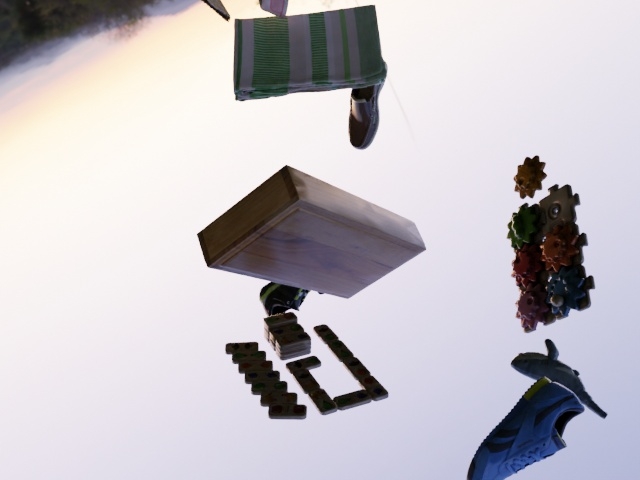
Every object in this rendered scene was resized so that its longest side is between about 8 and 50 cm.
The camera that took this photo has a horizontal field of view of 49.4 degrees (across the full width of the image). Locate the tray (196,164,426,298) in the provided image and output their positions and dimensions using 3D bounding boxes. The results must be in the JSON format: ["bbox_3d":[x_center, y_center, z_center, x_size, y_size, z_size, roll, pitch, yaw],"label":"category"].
[{"bbox_3d":[0.003,0.005,1.232,0.203,0.411,0.076,-35,-120,25],"label":"tray"}]

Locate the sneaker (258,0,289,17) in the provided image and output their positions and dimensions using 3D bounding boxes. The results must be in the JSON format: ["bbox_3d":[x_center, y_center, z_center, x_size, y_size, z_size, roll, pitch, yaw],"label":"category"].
[{"bbox_3d":[-0.100,-0.556,1.511,0.070,0.134,0.051,9,174,-12],"label":"sneaker"}]

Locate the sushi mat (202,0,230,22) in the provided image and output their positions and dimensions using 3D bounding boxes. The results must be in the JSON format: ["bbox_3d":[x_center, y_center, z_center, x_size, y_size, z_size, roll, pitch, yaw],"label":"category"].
[{"bbox_3d":[-0.308,-0.659,1.629,0.019,0.151,0.317,-34,-115,20],"label":"sushi mat"}]

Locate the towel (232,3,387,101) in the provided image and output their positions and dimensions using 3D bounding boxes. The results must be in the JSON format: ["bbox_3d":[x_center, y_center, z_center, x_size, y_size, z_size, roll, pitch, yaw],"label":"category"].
[{"bbox_3d":[-0.029,-0.414,1.509,0.324,0.038,0.248,-6,-122,2],"label":"towel"}]

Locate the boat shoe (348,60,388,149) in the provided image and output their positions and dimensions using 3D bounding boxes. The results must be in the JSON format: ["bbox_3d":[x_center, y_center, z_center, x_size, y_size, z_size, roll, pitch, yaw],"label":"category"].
[{"bbox_3d":[0.112,-0.379,1.914,0.095,0.257,0.095,13,-170,29],"label":"boat shoe"}]

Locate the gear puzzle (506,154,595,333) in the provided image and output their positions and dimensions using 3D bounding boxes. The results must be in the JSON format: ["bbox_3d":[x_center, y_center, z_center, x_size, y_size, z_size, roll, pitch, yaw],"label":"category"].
[{"bbox_3d":[0.395,-0.015,1.259,0.175,0.044,0.339,-40,-138,53],"label":"gear puzzle"}]

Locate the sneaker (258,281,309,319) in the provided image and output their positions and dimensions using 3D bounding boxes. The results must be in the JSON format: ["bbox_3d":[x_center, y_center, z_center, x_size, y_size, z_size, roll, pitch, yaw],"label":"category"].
[{"bbox_3d":[-0.049,0.121,1.649,0.234,0.084,0.097,-37,-126,29],"label":"sneaker"}]

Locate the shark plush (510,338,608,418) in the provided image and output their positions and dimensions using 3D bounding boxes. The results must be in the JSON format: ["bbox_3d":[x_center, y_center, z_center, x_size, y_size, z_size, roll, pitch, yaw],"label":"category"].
[{"bbox_3d":[0.387,0.239,1.134,0.067,0.161,0.073,-26,157,-46],"label":"shark plush"}]

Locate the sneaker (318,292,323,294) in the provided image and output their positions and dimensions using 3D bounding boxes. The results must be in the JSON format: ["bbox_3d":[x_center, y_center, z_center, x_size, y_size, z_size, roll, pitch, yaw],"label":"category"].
[{"bbox_3d":[0.029,0.101,1.902,0.083,0.223,0.098,37,-79,28],"label":"sneaker"}]

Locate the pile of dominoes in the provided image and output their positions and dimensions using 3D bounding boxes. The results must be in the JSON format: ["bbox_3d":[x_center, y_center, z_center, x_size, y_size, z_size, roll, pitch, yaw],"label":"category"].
[{"bbox_3d":[-0.032,0.197,1.137,0.196,0.040,0.251,-11,-154,-23],"label":"pile of dominoes"}]

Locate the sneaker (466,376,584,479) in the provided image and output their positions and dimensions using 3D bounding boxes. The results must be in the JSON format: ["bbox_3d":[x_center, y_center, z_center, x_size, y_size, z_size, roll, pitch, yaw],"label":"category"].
[{"bbox_3d":[0.300,0.299,1.019,0.209,0.069,0.082,-48,-134,-3],"label":"sneaker"}]
